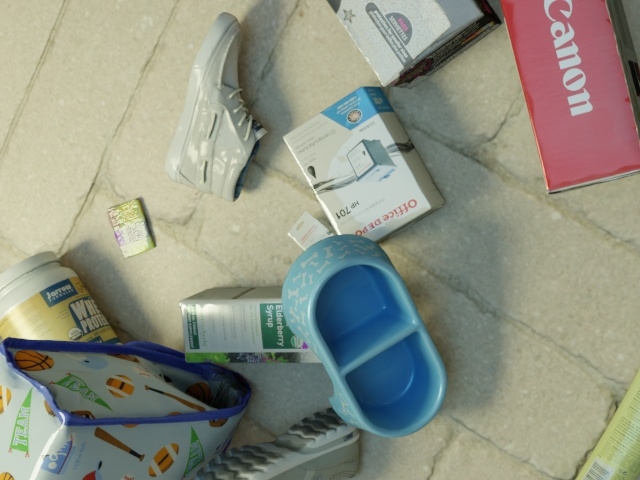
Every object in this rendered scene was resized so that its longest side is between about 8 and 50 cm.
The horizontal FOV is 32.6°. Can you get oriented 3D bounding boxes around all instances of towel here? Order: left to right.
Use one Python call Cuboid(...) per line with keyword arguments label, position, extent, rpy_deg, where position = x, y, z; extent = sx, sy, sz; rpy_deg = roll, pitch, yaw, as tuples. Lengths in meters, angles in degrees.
Cuboid(label="towel", position=(-0.289, -0.019, 1.667), extent=(0.060, 0.009, 0.083), rpy_deg=(-20, 90, 20))

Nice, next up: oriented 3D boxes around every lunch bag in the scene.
Cuboid(label="lunch bag", position=(-0.302, 0.319, 1.528), extent=(0.239, 0.386, 0.327), rpy_deg=(38, 110, 39))

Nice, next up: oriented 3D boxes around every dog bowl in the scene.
Cuboid(label="dog bowl", position=(0.067, 0.135, 1.454), extent=(0.166, 0.074, 0.297), rpy_deg=(-30, 109, -10))

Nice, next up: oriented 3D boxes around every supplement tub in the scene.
Cuboid(label="supplement tub", position=(-0.403, 0.131, 1.653), extent=(0.144, 0.144, 0.199), rpy_deg=(-36, 84, 19))

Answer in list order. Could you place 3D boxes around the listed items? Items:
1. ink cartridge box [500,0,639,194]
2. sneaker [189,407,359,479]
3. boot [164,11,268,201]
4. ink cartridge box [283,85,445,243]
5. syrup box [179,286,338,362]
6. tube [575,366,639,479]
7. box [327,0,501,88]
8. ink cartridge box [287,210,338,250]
Cuboid(label="ink cartridge box", position=(0.301, -0.220, 1.297), extent=(0.130, 0.272, 0.309), rpy_deg=(-14, 91, 20))
Cuboid(label="sneaker", position=(-0.058, 0.338, 1.514), extent=(0.281, 0.105, 0.115), rpy_deg=(-20, 106, -21))
Cuboid(label="boot", position=(-0.127, -0.185, 1.557), extent=(0.123, 0.095, 0.258), rpy_deg=(23, 112, 9))
Cuboid(label="ink cartridge box", position=(0.060, -0.096, 1.498), extent=(0.140, 0.082, 0.190), rpy_deg=(-31, 84, 20))
Cuboid(label="syrup box", position=(-0.072, 0.119, 1.561), extent=(0.237, 0.096, 0.093), rpy_deg=(-2, 98, 20))
Cuboid(label="tube", position=(0.417, 0.245, 1.429), extent=(0.070, 0.062, 0.240), rpy_deg=(23, 102, -29))
Cuboid(label="box", position=(0.093, -0.341, 1.425), extent=(0.163, 0.142, 0.247), rpy_deg=(-34, 84, 19))
Cuboid(label="ink cartridge box", position=(0.000, 0.000, 1.557), extent=(0.083, 0.028, 0.048), rpy_deg=(43, 108, 10))
